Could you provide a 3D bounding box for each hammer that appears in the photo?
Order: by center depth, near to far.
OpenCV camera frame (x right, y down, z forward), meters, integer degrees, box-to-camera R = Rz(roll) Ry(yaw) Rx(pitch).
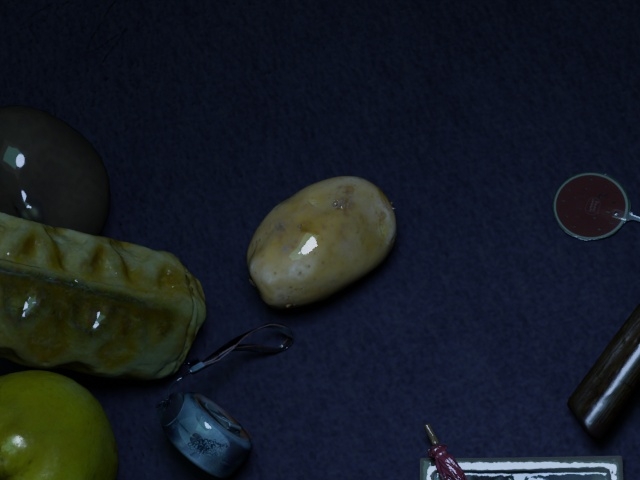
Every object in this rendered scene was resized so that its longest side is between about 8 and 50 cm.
[{"bbox_3d":[0.386,0.028,1.688,0.095,0.242,0.409,33,91,-22],"label":"hammer"}]

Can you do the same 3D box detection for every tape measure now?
[{"bbox_3d":[-0.082,0.161,1.715,0.180,0.104,0.107,-43,64,-10],"label":"tape measure"}]

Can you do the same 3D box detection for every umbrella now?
[{"bbox_3d":[0.143,0.259,1.668,0.027,0.025,0.165,-19,66,-19],"label":"umbrella"}]

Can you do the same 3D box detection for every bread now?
[{"bbox_3d":[-0.250,0.066,1.726,0.267,0.130,0.152,13,85,-24],"label":"bread"}]

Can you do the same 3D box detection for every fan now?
[{"bbox_3d":[0.321,-0.031,1.795,0.133,0.005,0.085,17,70,15],"label":"fan"}]

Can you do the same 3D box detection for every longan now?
[{"bbox_3d":[-0.322,-0.061,1.814,0.189,0.189,0.189,-3,66,7],"label":"longan"}]

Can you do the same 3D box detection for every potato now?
[{"bbox_3d":[0.000,0.000,1.772,0.178,0.109,0.118,-32,44,-12],"label":"potato"}]

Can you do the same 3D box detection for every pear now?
[{"bbox_3d":[-0.303,0.224,1.681,0.200,0.200,0.200,-3,66,7],"label":"pear"}]

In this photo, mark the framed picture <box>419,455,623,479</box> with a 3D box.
[{"bbox_3d":[0.204,0.358,1.637,0.213,0.016,0.289,-1,67,8],"label":"framed picture"}]
